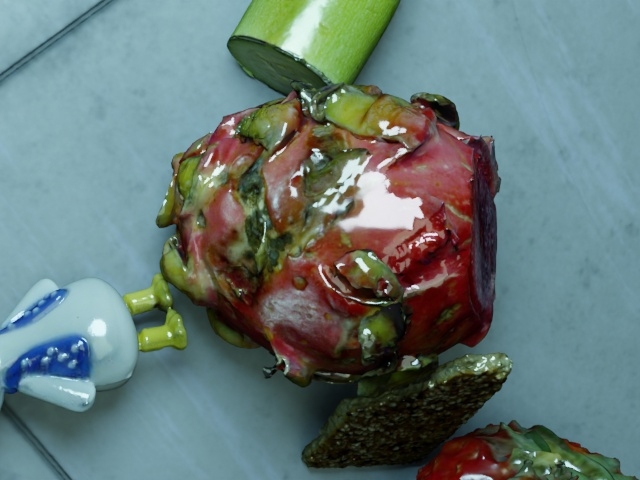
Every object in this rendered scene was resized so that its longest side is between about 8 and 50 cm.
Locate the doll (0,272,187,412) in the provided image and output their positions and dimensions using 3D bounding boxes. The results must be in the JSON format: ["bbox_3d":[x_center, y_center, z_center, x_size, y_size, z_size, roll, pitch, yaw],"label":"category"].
[{"bbox_3d":[-0.262,0.101,1.008,0.293,0.119,0.138,-17,59,-15],"label":"doll"}]

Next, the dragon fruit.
[{"bbox_3d":[0.000,0.000,1.000,0.291,0.250,0.269,0,70,13],"label":"dragon fruit"}]

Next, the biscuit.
[{"bbox_3d":[0.073,0.161,1.074,0.131,0.237,0.026,-1,62,-19],"label":"biscuit"}]

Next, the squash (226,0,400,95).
[{"bbox_3d":[0.011,-0.219,1.046,0.123,0.123,0.187,32,85,-18],"label":"squash"}]

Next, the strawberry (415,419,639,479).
[{"bbox_3d":[0.157,0.347,1.094,0.267,0.312,0.351,38,106,1],"label":"strawberry"}]
